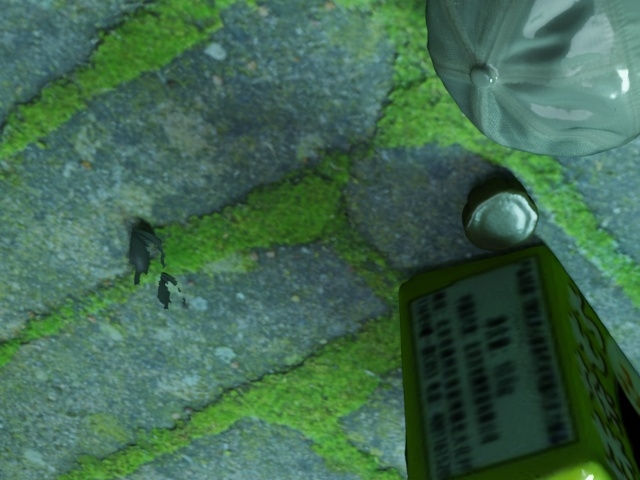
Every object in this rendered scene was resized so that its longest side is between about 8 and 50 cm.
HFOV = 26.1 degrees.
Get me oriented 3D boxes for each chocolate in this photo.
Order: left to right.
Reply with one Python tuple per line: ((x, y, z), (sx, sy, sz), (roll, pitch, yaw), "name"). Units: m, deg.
((0.189, 0.183, 1.046), (0.137, 0.301, 0.289), (-30, 117, 18), "chocolate")

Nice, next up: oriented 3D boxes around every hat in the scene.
((0.200, -0.145, 0.855), (0.275, 0.161, 0.232), (-7, 131, 16), "hat")

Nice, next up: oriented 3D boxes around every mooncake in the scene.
((-0.004, 0.006, 1.099), (0.346, 0.057, 0.150), (7, 118, 13), "mooncake")
